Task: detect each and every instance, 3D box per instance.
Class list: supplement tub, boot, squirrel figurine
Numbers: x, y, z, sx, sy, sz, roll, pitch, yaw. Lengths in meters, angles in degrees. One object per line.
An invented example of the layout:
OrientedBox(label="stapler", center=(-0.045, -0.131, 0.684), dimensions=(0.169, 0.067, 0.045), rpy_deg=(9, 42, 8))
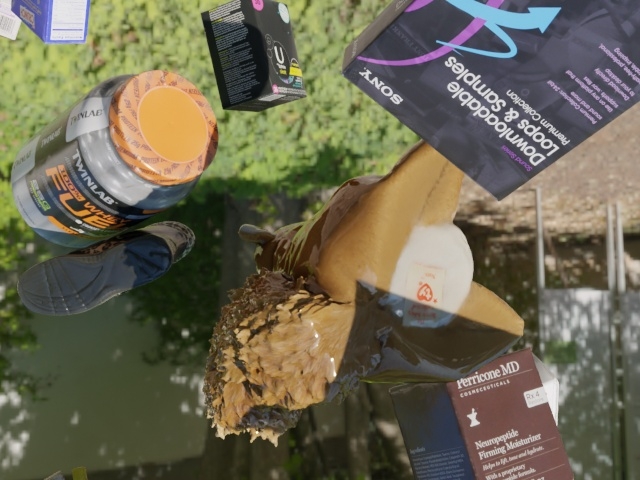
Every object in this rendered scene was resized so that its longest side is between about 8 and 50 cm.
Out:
OrientedBox(label="supplement tub", center=(-0.294, -0.114, 1.271), dimensions=(0.193, 0.194, 0.316), rpy_deg=(5, 163, -40))
OrientedBox(label="boot", center=(-0.306, 0.037, 1.318), dimensions=(0.236, 0.085, 0.178), rpy_deg=(-17, -173, 10))
OrientedBox(label="squirrel figurine", center=(-0.008, 0.066, 1.134), dimensions=(0.397, 0.281, 0.370), rpy_deg=(-36, -159, -26))

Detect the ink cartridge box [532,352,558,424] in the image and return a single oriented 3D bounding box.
OrientedBox(label="ink cartridge box", center=(0.311, 0.315, 1.605), dimensions=(0.217, 0.159, 0.092), rpy_deg=(-19, -141, -13))

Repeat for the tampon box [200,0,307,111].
OrientedBox(label="tampon box", center=(-0.106, -0.300, 1.447), dimensions=(0.101, 0.161, 0.120), rpy_deg=(-12, 180, 27))

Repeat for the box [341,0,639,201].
OrientedBox(label="box", center=(0.104, -0.099, 0.419), dimensions=(0.116, 0.029, 0.162), rpy_deg=(35, 130, -20))

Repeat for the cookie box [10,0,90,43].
OrientedBox(label="cookie box", center=(-0.229, -0.233, 0.761), dimensions=(0.040, 0.107, 0.092), rpy_deg=(-9, -145, -36))

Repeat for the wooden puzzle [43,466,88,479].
OrientedBox(label="wooden puzzle", center=(-0.318, 0.321, 1.065), dimensions=(0.116, 0.079, 0.014), rpy_deg=(-25, 168, 11))

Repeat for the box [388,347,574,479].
OrientedBox(label="box", center=(0.234, 0.287, 1.327), dimensions=(0.168, 0.203, 0.167), rpy_deg=(-10, 168, -29))

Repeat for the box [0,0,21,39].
OrientedBox(label="box", center=(-0.585, -0.375, 1.274), dimensions=(0.324, 0.067, 0.063), rpy_deg=(16, -177, -42))
